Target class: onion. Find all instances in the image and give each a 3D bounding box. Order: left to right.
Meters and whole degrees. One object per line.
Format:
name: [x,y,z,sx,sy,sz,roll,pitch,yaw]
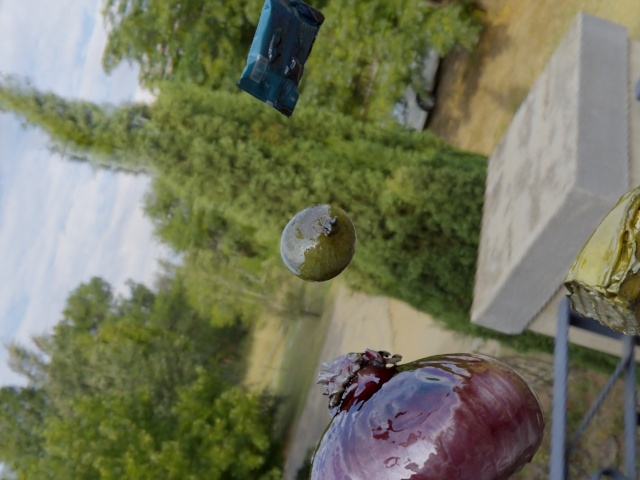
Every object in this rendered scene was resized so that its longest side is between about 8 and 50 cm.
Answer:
onion: [0.111,0.252,1.109,0.347,0.285,0.347,-37,-12,-10]

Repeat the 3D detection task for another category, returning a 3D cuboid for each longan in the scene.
longan: [0.000,0.000,0.773,0.083,0.075,0.075,123,164,-60]

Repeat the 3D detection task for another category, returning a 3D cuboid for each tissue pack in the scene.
tissue pack: [-0.041,-0.217,0.969,0.028,0.085,0.138,-8,63,49]

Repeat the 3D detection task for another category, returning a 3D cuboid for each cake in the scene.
cake: [0.250,0.011,0.702,0.185,0.080,0.116,25,-93,-59]
